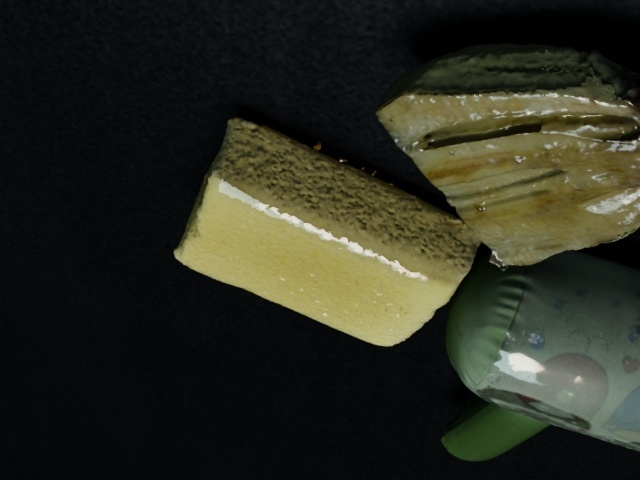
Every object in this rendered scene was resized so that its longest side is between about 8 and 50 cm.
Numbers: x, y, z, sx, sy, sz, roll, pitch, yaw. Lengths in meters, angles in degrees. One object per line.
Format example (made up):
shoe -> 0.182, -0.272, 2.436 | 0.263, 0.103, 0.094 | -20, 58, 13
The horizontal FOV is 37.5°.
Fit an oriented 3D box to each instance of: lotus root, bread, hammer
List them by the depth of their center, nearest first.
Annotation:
lotus root -> 0.128, -0.057, 0.516 | 0.144, 0.070, 0.143 | -6, 135, 38
bread -> 0.001, 0.001, 0.660 | 0.188, 0.068, 0.125 | 23, 147, -10
hammer -> 0.169, 0.117, 0.731 | 0.206, 0.119, 0.335 | 20, 154, -3
